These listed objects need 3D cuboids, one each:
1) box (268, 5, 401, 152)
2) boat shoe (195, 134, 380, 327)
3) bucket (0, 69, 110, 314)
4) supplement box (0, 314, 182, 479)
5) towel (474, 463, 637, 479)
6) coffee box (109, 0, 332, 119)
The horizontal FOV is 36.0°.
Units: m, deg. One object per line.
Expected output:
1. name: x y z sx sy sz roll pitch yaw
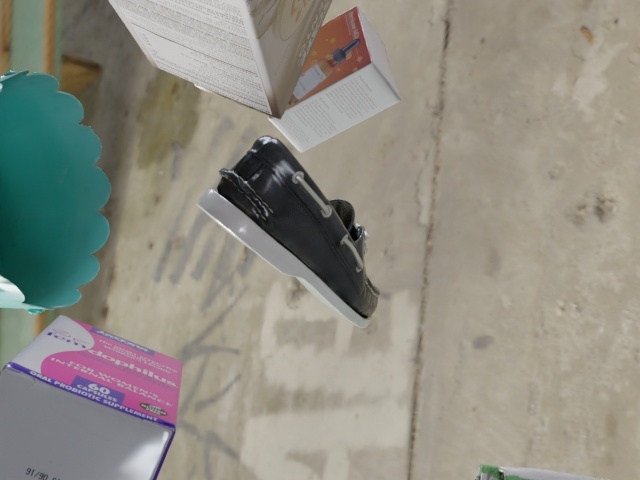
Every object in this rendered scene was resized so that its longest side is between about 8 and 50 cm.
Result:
1. box: 0.012 -0.231 1.415 0.171 0.091 0.130 -27 48 18
2. boat shoe: 0.000 0.000 0.930 0.114 0.302 0.091 39 89 28
3. bucket: -0.389 -0.050 1.146 0.183 0.281 0.281 -4 70 17
4. supplement box: -0.169 0.135 0.690 0.220 0.111 0.113 -160 92 -82
5. towel: 0.211 0.361 0.824 0.038 0.248 0.324 -10 70 51
6. coffee box: -0.046 -0.173 0.531 0.246 0.098 0.141 73 -140 -84
